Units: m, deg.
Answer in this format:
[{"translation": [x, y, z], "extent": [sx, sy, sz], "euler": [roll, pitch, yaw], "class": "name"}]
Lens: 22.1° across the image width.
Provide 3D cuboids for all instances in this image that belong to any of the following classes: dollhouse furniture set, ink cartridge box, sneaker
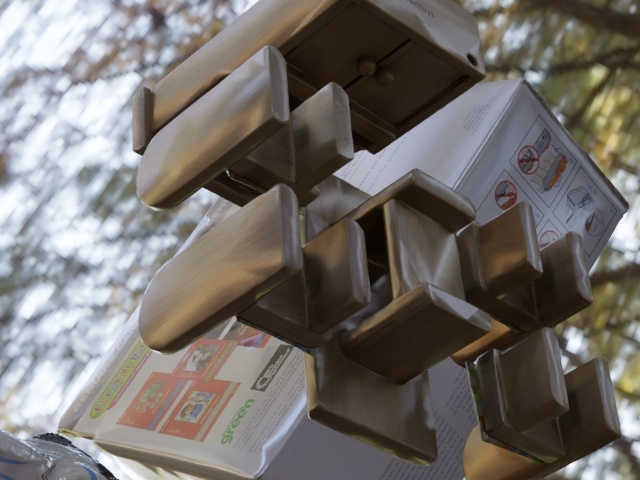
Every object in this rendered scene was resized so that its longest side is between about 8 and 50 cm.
[{"translation": [0.000, 0.000, 0.796], "extent": [0.212, 0.242, 0.161], "euler": [28, -47, -35], "class": "dollhouse furniture set"}, {"translation": [0.007, 0.053, 1.085], "extent": [0.130, 0.309, 0.272], "euler": [46, -23, -27], "class": "ink cartridge box"}, {"translation": [-0.260, 0.227, 1.518], "extent": [0.085, 0.086, 0.237], "euler": [31, 0, 25], "class": "sneaker"}]
